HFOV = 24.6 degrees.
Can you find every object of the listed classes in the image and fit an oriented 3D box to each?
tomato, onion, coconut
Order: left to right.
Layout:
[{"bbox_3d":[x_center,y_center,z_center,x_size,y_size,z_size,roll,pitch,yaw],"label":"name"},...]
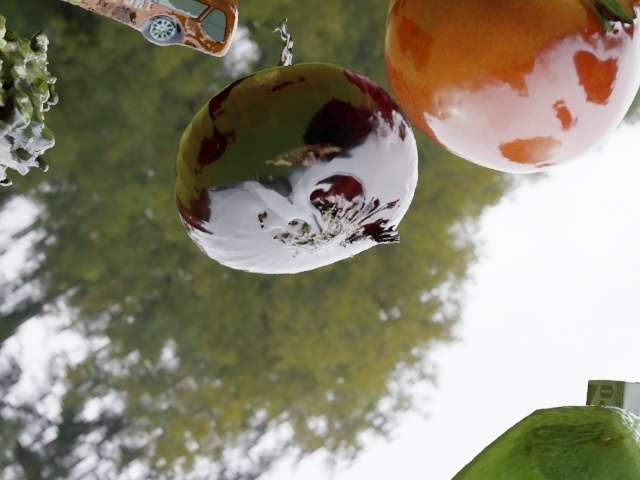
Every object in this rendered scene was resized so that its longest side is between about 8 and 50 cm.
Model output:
[{"bbox_3d":[-0.035,-0.098,1.621,0.273,0.273,0.285,-28,-125,13],"label":"onion"},{"bbox_3d":[0.180,-0.186,1.361,0.256,0.255,0.224,-44,155,-50],"label":"tomato"},{"bbox_3d":[0.239,0.330,1.487,0.328,0.281,0.328,-24,-127,36],"label":"coconut"}]

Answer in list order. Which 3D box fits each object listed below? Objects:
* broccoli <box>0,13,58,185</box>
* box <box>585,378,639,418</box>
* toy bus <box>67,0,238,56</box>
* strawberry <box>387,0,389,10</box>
[{"bbox_3d":[-0.414,-0.144,1.360,0.324,0.334,0.272,35,-78,58],"label":"broccoli"},{"bbox_3d":[0.366,0.266,1.859,0.035,0.178,0.115,8,174,-12],"label":"box"},{"bbox_3d":[-0.280,-0.317,1.652,0.092,0.408,0.093,-54,-151,36],"label":"toy bus"},{"bbox_3d":[0.241,-0.360,1.775,0.291,0.291,0.310,-38,162,-34],"label":"strawberry"}]
